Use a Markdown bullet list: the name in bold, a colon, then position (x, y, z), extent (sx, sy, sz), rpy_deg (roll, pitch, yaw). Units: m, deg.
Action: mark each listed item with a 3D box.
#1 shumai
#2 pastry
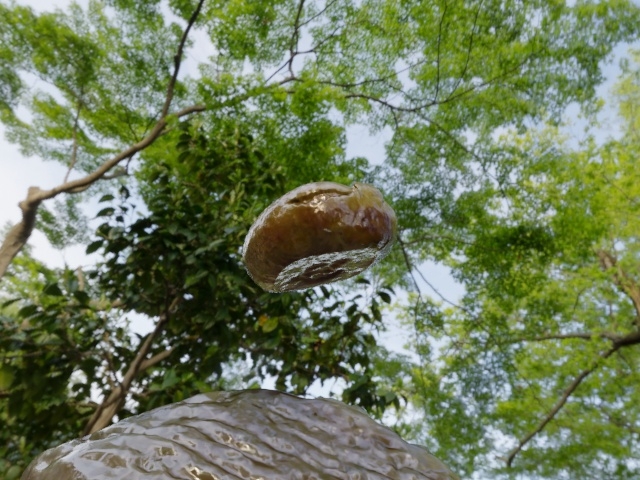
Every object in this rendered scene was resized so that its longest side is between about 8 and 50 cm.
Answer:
- **shumai**: position (-0.049, 0.272, 0.310), extent (0.346, 0.217, 0.283), rpy_deg (15, -77, 4)
- **pastry**: position (0.000, 0.000, 0.999), extent (0.356, 0.163, 0.356), rpy_deg (-15, -18, -5)
